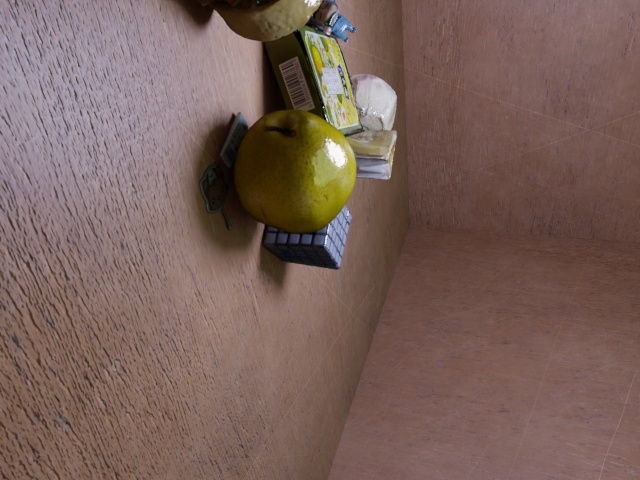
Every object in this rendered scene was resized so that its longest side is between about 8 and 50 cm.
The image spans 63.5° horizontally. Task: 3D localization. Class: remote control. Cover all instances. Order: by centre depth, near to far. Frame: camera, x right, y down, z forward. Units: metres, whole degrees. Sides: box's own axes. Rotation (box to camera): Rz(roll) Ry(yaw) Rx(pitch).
[{"bbox_3d":[-0.252,-0.294,1.505,0.061,0.029,0.162,61,44,-55],"label":"remote control"}]

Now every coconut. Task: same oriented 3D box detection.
[{"bbox_3d":[0.198,-0.600,2.328,0.297,0.297,0.254,60,44,-59],"label":"coconut"}]

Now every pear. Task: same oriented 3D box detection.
[{"bbox_3d":[-0.074,-0.195,1.542,0.418,0.362,0.362,87,18,-54],"label":"pear"}]

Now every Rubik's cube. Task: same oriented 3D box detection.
[{"bbox_3d":[-0.043,-0.049,1.860,0.237,0.237,0.238,50,48,-62],"label":"Rubik's cube"}]

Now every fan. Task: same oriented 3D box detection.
[{"bbox_3d":[-0.288,-0.116,1.480,0.132,0.009,0.220,-63,150,-42],"label":"fan"}]

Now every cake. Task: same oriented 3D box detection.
[{"bbox_3d":[-0.169,-0.683,1.205,0.321,0.332,0.332,27,69,-68],"label":"cake"}]

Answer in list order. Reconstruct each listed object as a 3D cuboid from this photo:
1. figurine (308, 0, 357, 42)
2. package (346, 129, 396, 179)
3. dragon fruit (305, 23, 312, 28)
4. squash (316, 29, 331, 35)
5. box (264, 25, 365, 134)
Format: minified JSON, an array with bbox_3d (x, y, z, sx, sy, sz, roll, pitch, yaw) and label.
[{"bbox_3d":[0.043,-0.754,1.774,0.114,0.178,0.144,-52,-152,20],"label":"figurine"},{"bbox_3d":[0.150,-0.392,2.196,0.165,0.311,0.221,40,59,-70],"label":"package"},{"bbox_3d":[-0.037,-0.920,1.782,0.282,0.100,0.343,22,87,-54],"label":"dragon fruit"},{"bbox_3d":[0.017,-0.813,1.977,0.258,0.069,0.069,112,-13,-81],"label":"squash"},{"bbox_3d":[-0.005,-0.537,1.824,0.420,0.138,0.373,-36,109,-66],"label":"box"}]
